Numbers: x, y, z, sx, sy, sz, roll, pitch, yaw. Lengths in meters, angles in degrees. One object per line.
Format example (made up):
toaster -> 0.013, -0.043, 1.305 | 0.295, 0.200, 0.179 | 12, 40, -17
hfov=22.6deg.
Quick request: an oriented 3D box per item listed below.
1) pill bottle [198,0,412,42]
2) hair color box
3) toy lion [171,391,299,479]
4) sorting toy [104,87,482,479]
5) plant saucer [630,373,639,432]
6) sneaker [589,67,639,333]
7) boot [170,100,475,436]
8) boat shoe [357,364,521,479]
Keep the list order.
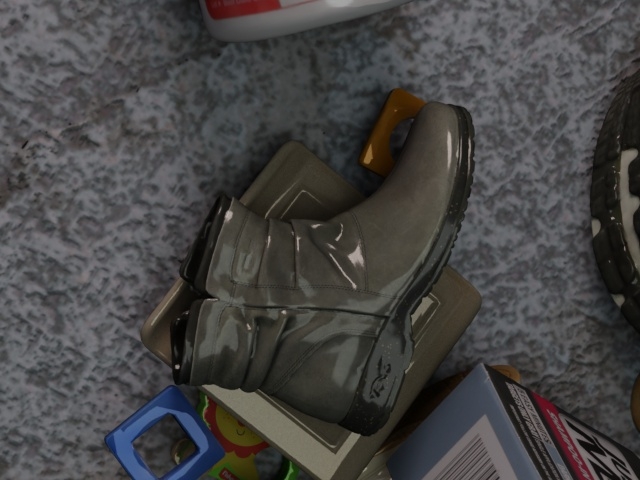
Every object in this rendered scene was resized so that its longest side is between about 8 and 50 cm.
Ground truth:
pill bottle -> -0.029, -0.282, 1.024 | 0.161, 0.161, 0.283 | -17, 104, -14
hair color box -> 0.236, 0.252, 1.142 | 0.374, 0.185, 0.113 | 32, 109, -30
toy lion -> -0.052, 0.143, 1.162 | 0.100, 0.034, 0.096 | 43, 78, -19
sorting toy -> -0.005, 0.053, 1.140 | 0.196, 0.047, 0.348 | 40, 79, -15
plant saucer -> 0.287, 0.127, 1.271 | 0.083, 0.015, 0.083 | -3, 100, -17
sneaker -> 0.339, 0.048, 1.230 | 0.182, 0.158, 0.410 | -25, 94, -57
boot -> 0.000, 0.000, 1.077 | 0.161, 0.083, 0.247 | 21, 83, -12
boat shoe -> 0.080, 0.153, 1.190 | 0.170, 0.063, 0.059 | -29, 109, -1
